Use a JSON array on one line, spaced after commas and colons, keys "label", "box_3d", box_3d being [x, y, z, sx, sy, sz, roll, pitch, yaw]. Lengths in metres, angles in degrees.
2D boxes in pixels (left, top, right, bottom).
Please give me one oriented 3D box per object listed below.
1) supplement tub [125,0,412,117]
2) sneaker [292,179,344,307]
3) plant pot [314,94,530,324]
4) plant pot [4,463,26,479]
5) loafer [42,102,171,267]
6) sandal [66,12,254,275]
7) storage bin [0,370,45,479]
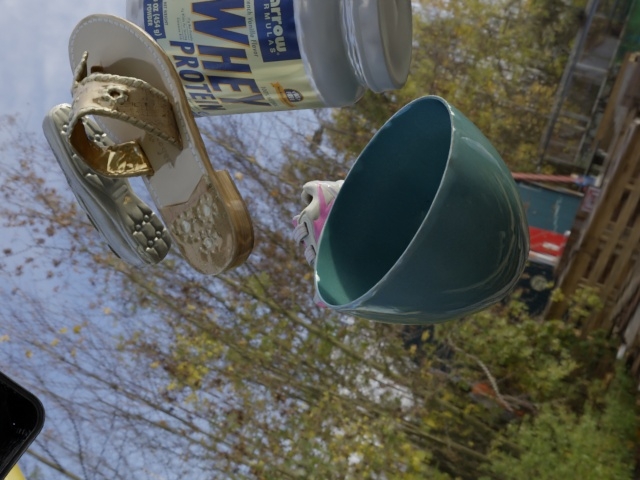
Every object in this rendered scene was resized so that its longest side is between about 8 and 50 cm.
[{"label": "supplement tub", "box_3d": [-0.058, -0.287, 0.879, 0.235, 0.324, 0.236, 0, -90, -70]}, {"label": "sneaker", "box_3d": [0.000, 0.000, 1.214, 0.103, 0.111, 0.252, 110, 166, -63]}, {"label": "plant pot", "box_3d": [0.150, -0.010, 0.861, 0.290, 0.195, 0.290, -51, 23, 32]}, {"label": "plant pot", "box_3d": [-0.494, 0.336, 0.863, 0.254, 0.239, 0.254, -40, -36, -37]}, {"label": "loafer", "box_3d": [-0.387, -0.084, 1.175, 0.320, 0.111, 0.112, 63, -142, -19]}, {"label": "sandal", "box_3d": [-0.140, -0.076, 0.481, 0.088, 0.240, 0.079, -41, -13, 29]}, {"label": "storage bin", "box_3d": [-0.325, 0.132, 0.514, 0.084, 0.180, 0.122, -19, 33, 53]}]
